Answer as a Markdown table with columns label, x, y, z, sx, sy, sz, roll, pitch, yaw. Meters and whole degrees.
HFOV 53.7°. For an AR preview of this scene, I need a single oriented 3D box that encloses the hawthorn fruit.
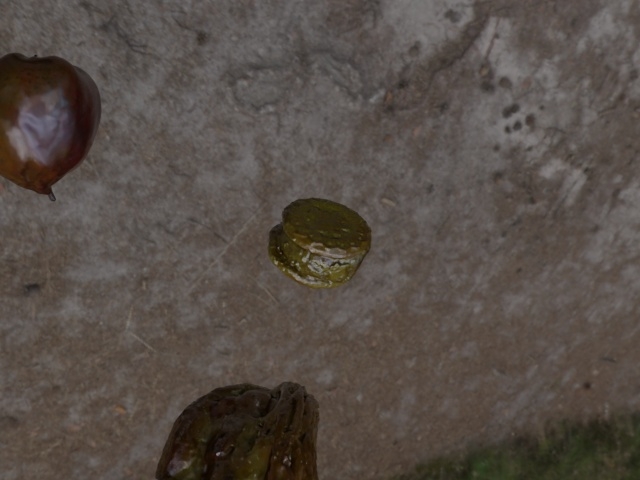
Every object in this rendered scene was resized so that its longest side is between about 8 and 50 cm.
| label | x | y | z | sx | sy | sz | roll | pitch | yaw |
| --- | --- | --- | --- | --- | --- | --- | --- | --- | --- |
| hawthorn fruit | -0.469 | -0.186 | 1.069 | 0.208 | 0.208 | 0.248 | -11 | 104 | -34 |

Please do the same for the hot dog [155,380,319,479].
| label | x | y | z | sx | sy | sz | roll | pitch | yaw |
| --- | --- | --- | --- | --- | --- | --- | --- | --- | --- |
| hot dog | -0.082 | 0.237 | 0.686 | 0.175 | 0.259 | 0.114 | -15 | 122 | 10 |

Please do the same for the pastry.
| label | x | y | z | sx | sy | sz | roll | pitch | yaw |
| --- | --- | --- | --- | --- | --- | --- | --- | --- | --- |
| pastry | 0.000 | 0.000 | 0.641 | 0.109 | 0.097 | 0.057 | -5 | 136 | -35 |
